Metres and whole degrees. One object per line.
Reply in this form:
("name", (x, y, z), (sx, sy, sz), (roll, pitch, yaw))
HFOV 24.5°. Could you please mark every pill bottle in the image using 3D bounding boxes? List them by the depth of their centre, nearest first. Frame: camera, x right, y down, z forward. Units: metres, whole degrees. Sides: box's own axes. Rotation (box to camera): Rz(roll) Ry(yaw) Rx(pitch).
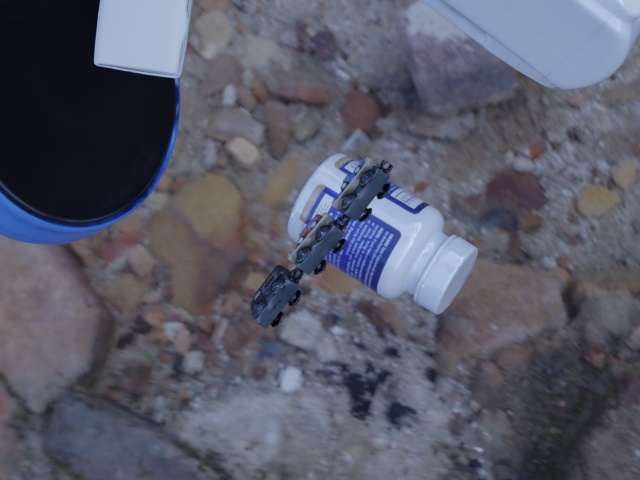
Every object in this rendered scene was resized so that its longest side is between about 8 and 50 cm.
("pill bottle", (0.069, -0.003, 1.589), (0.186, 0.112, 0.112), (32, 90, 15))

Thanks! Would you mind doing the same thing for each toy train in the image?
("toy train", (0.000, 0.000, 1.113), (0.158, 0.027, 0.036), (-50, 26, 10))

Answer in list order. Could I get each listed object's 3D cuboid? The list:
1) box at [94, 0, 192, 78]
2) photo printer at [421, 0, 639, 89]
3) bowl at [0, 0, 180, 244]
("box", (-0.189, -0.254, 1.622), (0.094, 0.275, 0.113), (8, 102, -6))
("photo printer", (0.123, -0.269, 0.851), (0.256, 0.107, 0.307), (36, 59, -6))
("bowl", (-0.328, -0.191, 1.835), (0.077, 0.391, 0.391), (-3, 75, 41))
